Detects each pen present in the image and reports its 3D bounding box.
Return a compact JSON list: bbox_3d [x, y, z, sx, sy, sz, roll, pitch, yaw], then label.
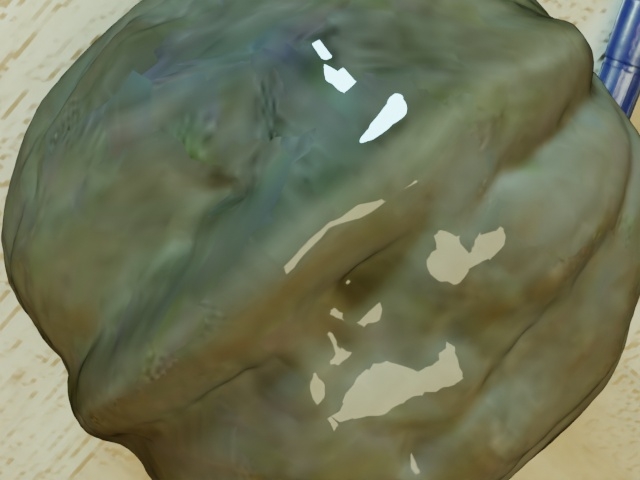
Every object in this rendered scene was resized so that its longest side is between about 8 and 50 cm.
[{"bbox_3d":[0.149,-0.137,0.513,0.025,0.025,0.204,15,104,-11],"label":"pen"}]

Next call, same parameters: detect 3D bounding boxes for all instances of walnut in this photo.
[{"bbox_3d":[0.000,0.000,0.445,0.224,0.224,0.224,-2,106,-7],"label":"walnut"}]
